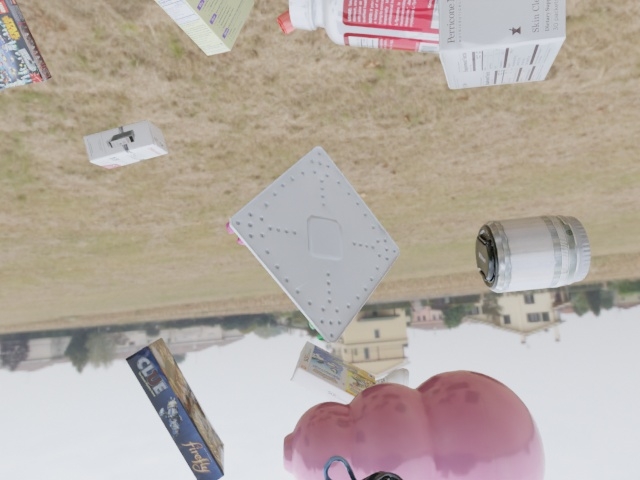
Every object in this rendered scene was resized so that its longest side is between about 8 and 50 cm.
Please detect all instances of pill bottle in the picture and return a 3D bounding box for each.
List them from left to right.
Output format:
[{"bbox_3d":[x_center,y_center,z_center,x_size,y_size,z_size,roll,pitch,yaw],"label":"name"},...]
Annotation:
[{"bbox_3d":[0.144,-0.563,1.119,0.408,0.228,0.229,8,172,7],"label":"pill bottle"}]

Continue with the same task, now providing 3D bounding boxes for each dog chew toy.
[{"bbox_3d":[0.116,0.283,0.661,0.332,0.206,0.206,-1,171,-1],"label":"dog chew toy"}]

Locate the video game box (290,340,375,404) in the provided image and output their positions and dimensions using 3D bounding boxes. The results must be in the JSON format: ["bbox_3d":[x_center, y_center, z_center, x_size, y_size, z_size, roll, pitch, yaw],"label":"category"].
[{"bbox_3d":[0.037,0.334,1.177,0.205,0.048,0.187,27,-170,0],"label":"video game box"}]

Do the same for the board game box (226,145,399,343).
[{"bbox_3d":[0.000,0.000,1.265,0.050,0.390,0.390,-26,-163,49],"label":"board game box"}]

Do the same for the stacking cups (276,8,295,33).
[{"bbox_3d":[-0.002,-0.808,1.637,0.316,0.096,0.096,-28,169,3],"label":"stacking cups"}]

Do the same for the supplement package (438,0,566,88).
[{"bbox_3d":[0.239,-0.364,0.659,0.145,0.261,0.204,-1,-176,19],"label":"supplement package"}]

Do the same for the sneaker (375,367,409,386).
[{"bbox_3d":[0.166,0.426,1.390,0.094,0.080,0.212,27,125,-16],"label":"sneaker"}]

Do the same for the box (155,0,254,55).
[{"bbox_3d":[-0.358,-0.753,1.528,0.117,0.213,0.243,7,158,37],"label":"box"}]

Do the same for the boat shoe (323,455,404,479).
[{"bbox_3d":[0.058,0.236,0.397,0.258,0.089,0.109,-13,141,42],"label":"boat shoe"}]

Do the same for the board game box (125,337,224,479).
[{"bbox_3d":[-0.246,0.290,0.853,0.042,0.243,0.165,-30,180,-13],"label":"board game box"}]

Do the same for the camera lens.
[{"bbox_3d":[0.622,0.038,1.461,0.275,0.219,0.219,-6,171,3],"label":"camera lens"}]

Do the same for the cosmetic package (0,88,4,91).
[{"bbox_3d":[-0.795,-0.351,1.054,0.107,0.237,0.127,25,139,-7],"label":"cosmetic package"}]

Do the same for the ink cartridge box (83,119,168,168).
[{"bbox_3d":[-0.403,-0.199,1.019,0.135,0.056,0.099,-15,180,-2],"label":"ink cartridge box"}]

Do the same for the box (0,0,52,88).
[{"bbox_3d":[-0.537,-0.335,0.832,0.094,0.136,0.027,-6,-147,11],"label":"box"}]
